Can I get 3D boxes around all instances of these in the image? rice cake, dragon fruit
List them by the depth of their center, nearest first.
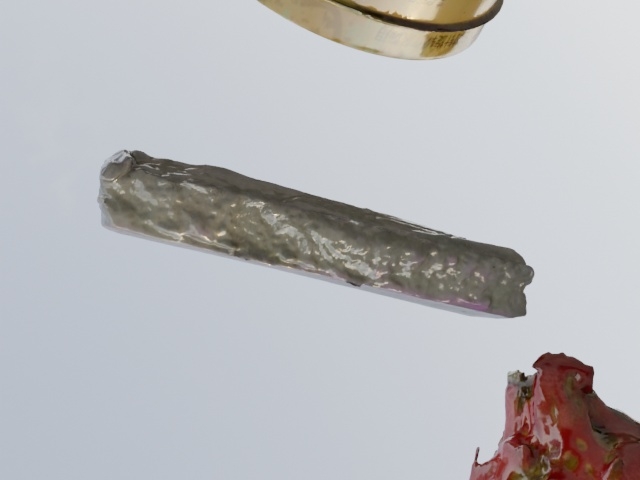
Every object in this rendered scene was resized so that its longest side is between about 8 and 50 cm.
[{"bbox_3d":[0.000,-0.001,0.799,0.270,0.049,0.055,14,-164,-24],"label":"rice cake"},{"bbox_3d":[0.168,0.200,0.862,0.210,0.205,0.268,7,-115,-63],"label":"dragon fruit"}]

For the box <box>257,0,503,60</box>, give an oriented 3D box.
[{"bbox_3d":[0.012,-0.101,0.441,0.106,0.037,0.105,19,-144,-14],"label":"box"}]
